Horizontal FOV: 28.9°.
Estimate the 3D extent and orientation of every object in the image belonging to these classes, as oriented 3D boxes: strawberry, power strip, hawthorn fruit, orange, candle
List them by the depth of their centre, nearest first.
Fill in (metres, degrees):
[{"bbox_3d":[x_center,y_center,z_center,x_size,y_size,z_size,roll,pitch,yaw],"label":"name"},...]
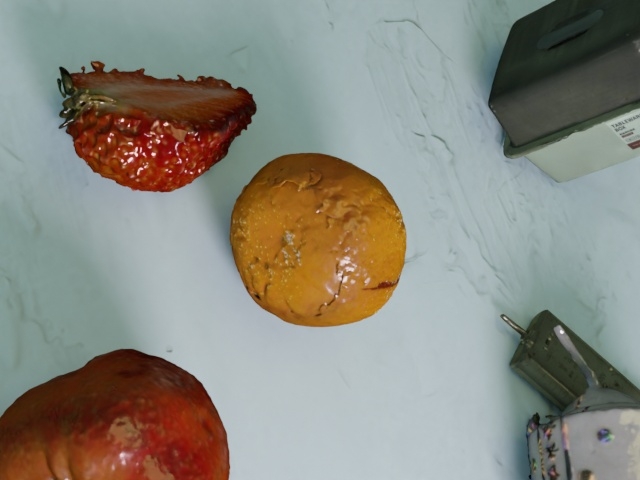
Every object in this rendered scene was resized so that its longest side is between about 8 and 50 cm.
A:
[{"bbox_3d":[-0.171,0.185,1.120,0.207,0.207,0.243,42,25,-6],"label":"hawthorn fruit"},{"bbox_3d":[0.000,0.000,1.302,0.161,0.193,0.193,-18,77,-51],"label":"orange"},{"bbox_3d":[-0.173,-0.108,1.311,0.236,0.106,0.175,8,26,-29],"label":"strawberry"},{"bbox_3d":[0.319,0.256,1.367,0.187,0.187,0.330,11,61,-27],"label":"candle"},{"bbox_3d":[0.317,0.174,1.499,0.268,0.034,0.092,40,53,-8],"label":"power strip"}]

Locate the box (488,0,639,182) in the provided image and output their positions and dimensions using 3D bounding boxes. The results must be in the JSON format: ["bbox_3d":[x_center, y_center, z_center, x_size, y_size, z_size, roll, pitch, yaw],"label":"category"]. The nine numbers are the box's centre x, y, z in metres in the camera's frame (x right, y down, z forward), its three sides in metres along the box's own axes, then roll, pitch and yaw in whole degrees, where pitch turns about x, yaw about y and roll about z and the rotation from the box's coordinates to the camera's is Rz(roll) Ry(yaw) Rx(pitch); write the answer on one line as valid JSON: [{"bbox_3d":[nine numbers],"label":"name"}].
[{"bbox_3d":[0.360,-0.213,1.562,0.166,0.290,0.220,40,51,-26],"label":"box"}]
